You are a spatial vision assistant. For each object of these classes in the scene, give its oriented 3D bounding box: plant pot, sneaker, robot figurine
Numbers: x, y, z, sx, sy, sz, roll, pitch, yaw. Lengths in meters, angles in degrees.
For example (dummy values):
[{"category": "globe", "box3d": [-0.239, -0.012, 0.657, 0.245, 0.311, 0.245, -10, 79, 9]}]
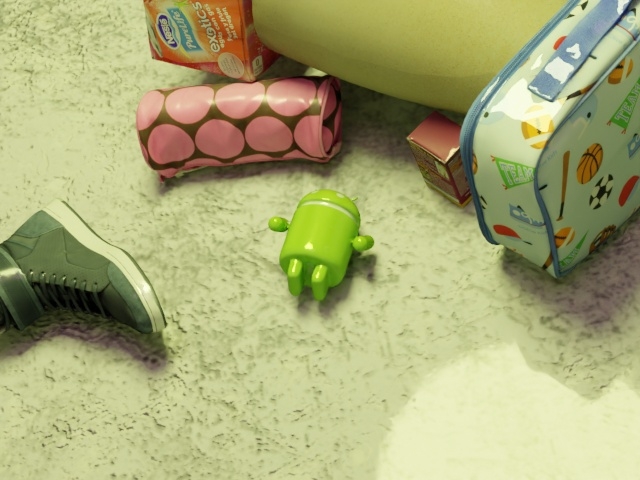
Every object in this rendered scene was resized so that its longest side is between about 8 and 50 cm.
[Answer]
[{"category": "plant pot", "box3d": [0.120, -0.233, 1.763, 0.274, 0.256, 0.256, 33, 70, 22]}, {"category": "sneaker", "box3d": [-0.265, 0.061, 1.783, 0.163, 0.086, 0.226, -34, 42, -21]}, {"category": "robot figurine", "box3d": [0.000, 0.000, 1.765, 0.101, 0.067, 0.115, 12, 59, 12]}]

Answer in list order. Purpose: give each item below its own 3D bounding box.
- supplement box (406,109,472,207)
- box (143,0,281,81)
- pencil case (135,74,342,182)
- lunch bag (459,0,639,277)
[{"category": "supplement box", "box3d": [0.126, -0.079, 1.772, 0.043, 0.083, 0.055, -45, 56, -12]}, {"category": "box", "box3d": [-0.067, -0.287, 1.907, 0.128, 0.122, 0.257, 14, 40, 26]}, {"category": "pencil case", "box3d": [-0.079, -0.116, 1.861, 0.209, 0.098, 0.095, -4, 10, 15]}, {"category": "lunch bag", "box3d": [0.258, -0.131, 1.668, 0.115, 0.243, 0.303, 30, 70, 32]}]
